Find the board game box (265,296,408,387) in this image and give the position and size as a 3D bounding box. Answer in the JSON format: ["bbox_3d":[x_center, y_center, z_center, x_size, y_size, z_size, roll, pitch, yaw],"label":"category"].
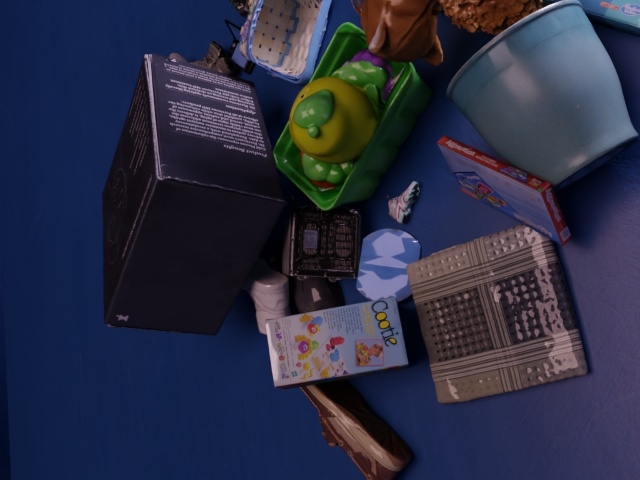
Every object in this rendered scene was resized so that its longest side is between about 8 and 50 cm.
[{"bbox_3d":[0.039,0.221,1.459,0.275,0.142,0.144,-10,75,5],"label":"board game box"}]

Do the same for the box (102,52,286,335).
[{"bbox_3d":[-0.338,-0.104,1.681,0.479,0.298,0.471,-59,32,37],"label":"box"}]

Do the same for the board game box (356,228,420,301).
[{"bbox_3d":[0.154,0.059,1.529,0.133,0.033,0.168,5,79,21],"label":"board game box"}]

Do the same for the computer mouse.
[{"bbox_3d":[-0.034,0.092,1.672,0.188,0.072,0.272,-36,62,32],"label":"computer mouse"}]

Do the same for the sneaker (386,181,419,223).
[{"bbox_3d":[0.176,-0.093,1.530,0.069,0.038,0.098,30,104,39],"label":"sneaker"}]

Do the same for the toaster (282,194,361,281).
[{"bbox_3d":[0.000,0.000,1.571,0.110,0.168,0.185,164,108,-74],"label":"toaster"}]

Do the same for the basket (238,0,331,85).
[{"bbox_3d":[-0.077,-0.516,1.699,0.289,0.201,0.254,24,100,51],"label":"basket"}]

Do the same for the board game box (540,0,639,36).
[{"bbox_3d":[0.553,-0.558,1.226,0.254,0.079,0.336,36,108,38],"label":"board game box"}]

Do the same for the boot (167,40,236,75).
[{"bbox_3d":[-0.341,-0.517,2.017,0.246,0.083,0.161,48,118,25],"label":"boot"}]

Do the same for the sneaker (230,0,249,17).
[{"bbox_3d":[-0.244,-0.697,1.953,0.067,0.078,0.188,-49,56,26],"label":"sneaker"}]

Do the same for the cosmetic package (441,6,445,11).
[{"bbox_3d":[0.275,-0.555,1.441,0.296,0.129,0.153,37,110,38],"label":"cosmetic package"}]

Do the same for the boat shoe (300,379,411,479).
[{"bbox_3d":[0.046,0.411,1.533,0.342,0.123,0.123,39,109,31],"label":"boat shoe"}]

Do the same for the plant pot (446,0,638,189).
[{"bbox_3d":[0.407,-0.230,1.212,0.272,0.272,0.255,-37,77,32],"label":"plant pot"}]

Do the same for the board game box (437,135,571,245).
[{"bbox_3d":[0.337,-0.098,1.284,0.027,0.145,0.281,-41,38,-7],"label":"board game box"}]

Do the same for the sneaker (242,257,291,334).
[{"bbox_3d":[-0.157,0.147,1.749,0.292,0.108,0.169,-151,50,-61],"label":"sneaker"}]

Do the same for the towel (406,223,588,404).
[{"bbox_3d":[0.337,0.144,1.360,0.324,0.056,0.312,-22,73,36],"label":"towel"}]

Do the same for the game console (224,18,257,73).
[{"bbox_3d":[-0.234,-0.542,1.929,0.122,0.071,0.107,41,111,38],"label":"game console"}]

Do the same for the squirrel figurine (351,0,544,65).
[{"bbox_3d":[0.212,-0.492,1.230,0.397,0.281,0.370,33,113,41],"label":"squirrel figurine"}]

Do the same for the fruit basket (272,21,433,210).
[{"bbox_3d":[0.030,-0.261,1.466,0.283,0.392,0.392,44,113,36],"label":"fruit basket"}]
